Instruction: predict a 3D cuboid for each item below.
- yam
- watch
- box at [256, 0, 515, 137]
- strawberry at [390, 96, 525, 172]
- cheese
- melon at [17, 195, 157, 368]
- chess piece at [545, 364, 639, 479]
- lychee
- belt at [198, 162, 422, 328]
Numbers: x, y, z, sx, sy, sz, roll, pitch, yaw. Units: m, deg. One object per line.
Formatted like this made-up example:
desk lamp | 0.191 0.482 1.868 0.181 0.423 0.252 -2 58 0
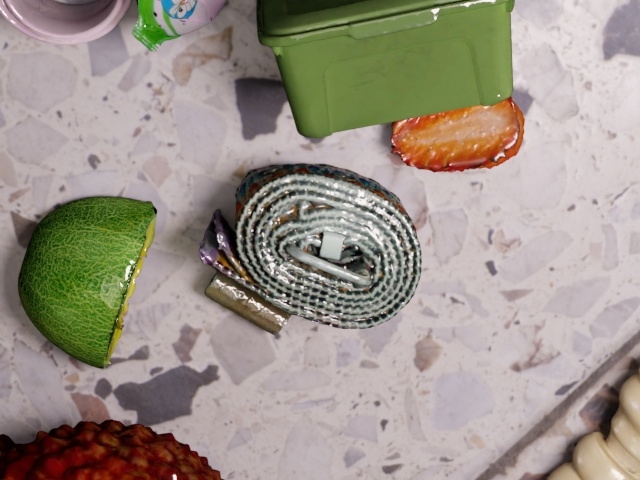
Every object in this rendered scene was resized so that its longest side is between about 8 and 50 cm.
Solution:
yam | -0.105 0.089 1.764 0.132 0.054 0.054 32 103 -10
watch | -0.321 -0.389 1.569 0.248 0.211 0.217 -26 123 15
box | 0.093 -0.260 1.570 0.329 0.252 0.177 -12 115 4
strawberry | 0.193 -0.154 1.691 0.188 0.082 0.121 -8 87 11
cheese | -0.144 -0.388 1.565 0.083 0.204 0.320 33 89 19
melon | -0.350 0.060 1.714 0.169 0.129 0.265 19 106 -3
chess piece | 0.451 0.327 1.796 0.167 0.167 0.299 37 106 -11
lychee | -0.319 0.443 1.688 0.500 0.425 0.424 37 107 35
belt | 0.000 0.000 1.682 0.295 0.160 0.206 27 104 -9
